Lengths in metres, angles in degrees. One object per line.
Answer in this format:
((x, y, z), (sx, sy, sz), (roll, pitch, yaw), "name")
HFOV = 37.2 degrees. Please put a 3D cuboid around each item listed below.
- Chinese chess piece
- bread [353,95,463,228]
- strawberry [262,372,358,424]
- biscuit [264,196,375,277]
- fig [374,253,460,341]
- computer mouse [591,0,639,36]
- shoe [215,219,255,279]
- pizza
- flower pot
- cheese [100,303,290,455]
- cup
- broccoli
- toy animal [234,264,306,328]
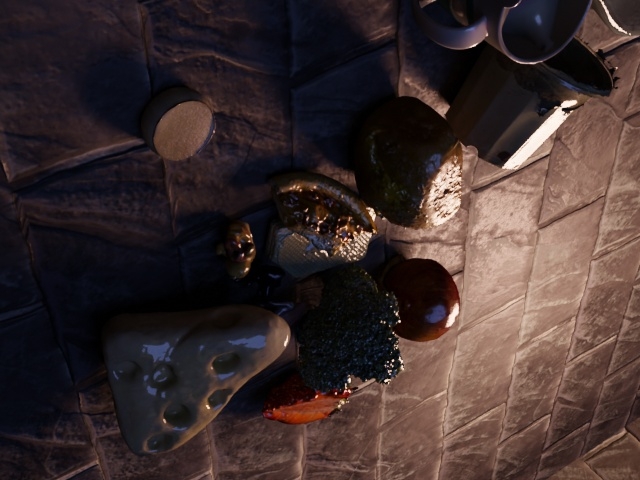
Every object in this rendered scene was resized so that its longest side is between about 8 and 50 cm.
((-0.231, -0.189, 1.538), (0.122, 0.051, 0.122), (-26, 141, -23), "Chinese chess piece")
((0.164, -0.129, 1.838), (0.176, 0.195, 0.246), (-32, 141, -22), "bread")
((-0.042, 0.361, 2.204), (0.228, 0.098, 0.174), (-12, 150, -19), "strawberry")
((0.000, 0.000, 1.927), (0.252, 0.052, 0.150), (-14, 134, -33), "biscuit")
((0.208, 0.131, 2.146), (0.205, 0.205, 0.205), (-25, 139, -24), "fig")
((0.590, -0.547, 1.895), (0.188, 0.122, 0.371), (-50, 140, 11), "computer mouse")
((-0.160, 0.018, 1.786), (0.069, 0.072, 0.109), (-62, 171, -50), "shoe")
((0.006, -0.055, 1.827), (0.271, 0.056, 0.134), (37, 68, -33), "pizza")
((0.395, -0.288, 1.862), (0.290, 0.290, 0.259), (-1, 136, -42), "flower pot")
((-0.239, 0.274, 1.826), (0.350, 0.130, 0.328), (-4, 124, -17), "cheese")
((0.293, -0.432, 1.616), (0.289, 0.257, 0.219), (-35, 142, -12), "cup")
((0.072, 0.236, 2.060), (0.221, 0.252, 0.361), (-6, 146, 6), "broccoli")
((-0.154, 0.186, 1.932), (0.195, 0.090, 0.324), (23, 106, -35), "toy animal")
